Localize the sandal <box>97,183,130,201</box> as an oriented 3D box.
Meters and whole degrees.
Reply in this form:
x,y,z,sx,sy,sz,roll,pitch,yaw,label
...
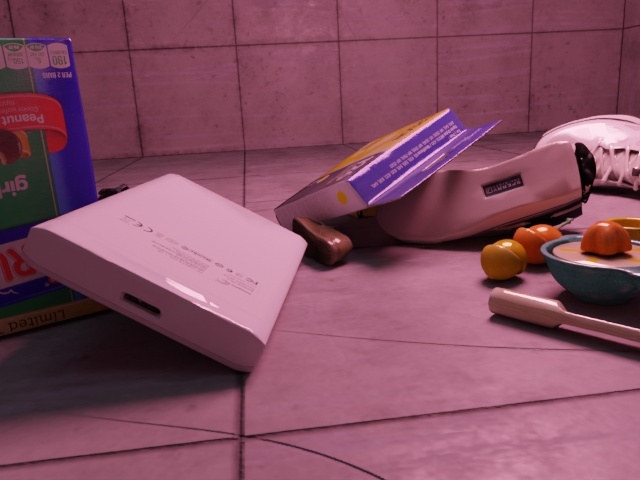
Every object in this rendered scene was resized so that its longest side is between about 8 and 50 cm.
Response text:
x,y,z,sx,sy,sz,roll,pitch,yaw,label
-0.530,-0.120,1.442,0.097,0.055,0.254,-9,15,-22,sandal

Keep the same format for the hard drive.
x,y,z,sx,sy,sz,roll,pitch,yaw,label
-0.144,0.011,0.671,0.232,0.047,0.353,27,16,-2,hard drive

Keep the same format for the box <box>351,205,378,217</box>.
x,y,z,sx,sy,sz,roll,pitch,yaw,label
0.163,-0.095,1.193,0.232,0.058,0.087,-8,15,-18,box

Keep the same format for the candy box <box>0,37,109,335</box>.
x,y,z,sx,sy,sz,roll,pitch,yaw,label
-0.397,-0.051,0.616,0.268,0.318,0.122,-14,20,-34,candy box

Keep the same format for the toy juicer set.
x,y,z,sx,sy,sz,roll,pitch,yaw,label
0.288,0.020,0.656,0.209,0.090,0.329,4,16,25,toy juicer set

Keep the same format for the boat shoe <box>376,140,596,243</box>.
x,y,z,sx,sy,sz,roll,pitch,yaw,label
0.276,-0.052,0.939,0.340,0.127,0.158,-11,-22,22,boat shoe

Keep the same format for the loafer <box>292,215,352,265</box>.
x,y,z,sx,sy,sz,roll,pitch,yaw,label
0.000,0.000,0.874,0.050,0.056,0.148,-9,26,-26,loafer

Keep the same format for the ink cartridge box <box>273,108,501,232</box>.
x,y,z,sx,sy,sz,roll,pitch,yaw,label
0.108,-0.131,0.984,0.303,0.072,0.307,-37,11,-35,ink cartridge box

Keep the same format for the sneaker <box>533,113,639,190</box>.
x,y,z,sx,sy,sz,roll,pitch,yaw,label
0.654,-0.172,1.168,0.447,0.169,0.257,9,17,32,sneaker
